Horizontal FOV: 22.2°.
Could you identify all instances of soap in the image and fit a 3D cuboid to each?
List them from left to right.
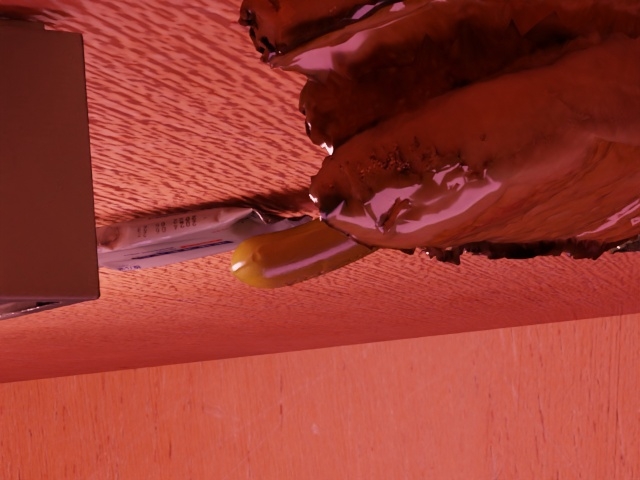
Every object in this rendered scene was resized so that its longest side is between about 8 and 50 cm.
[{"bbox_3d":[0.001,0.001,1.203,0.140,0.045,0.089,-22,170,6],"label":"soap"}]

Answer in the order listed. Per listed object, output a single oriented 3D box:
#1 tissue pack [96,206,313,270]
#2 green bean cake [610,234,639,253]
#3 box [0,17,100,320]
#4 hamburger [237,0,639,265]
[{"bbox_3d":[-0.112,-0.003,1.257,0.193,0.026,0.122,-9,171,14],"label":"tissue pack"},{"bbox_3d":[0.282,-0.039,0.996,0.185,0.094,0.183,-3,173,-11],"label":"green bean cake"},{"bbox_3d":[-0.248,-0.020,0.681,0.225,0.117,0.225,1,171,-38],"label":"box"},{"bbox_3d":[0.079,-0.067,0.599,0.131,0.124,0.262,-31,165,28],"label":"hamburger"}]
